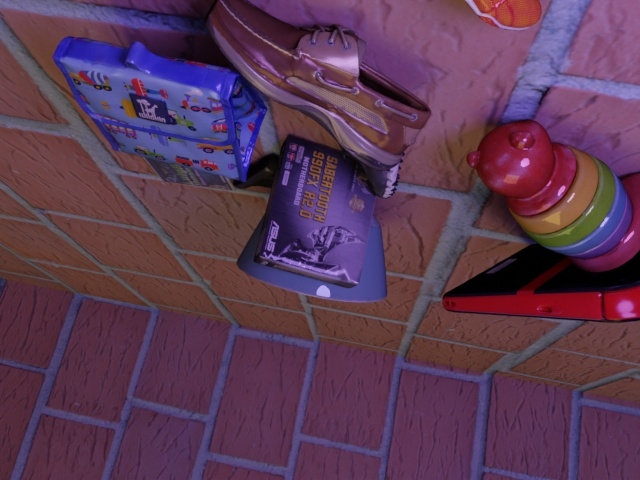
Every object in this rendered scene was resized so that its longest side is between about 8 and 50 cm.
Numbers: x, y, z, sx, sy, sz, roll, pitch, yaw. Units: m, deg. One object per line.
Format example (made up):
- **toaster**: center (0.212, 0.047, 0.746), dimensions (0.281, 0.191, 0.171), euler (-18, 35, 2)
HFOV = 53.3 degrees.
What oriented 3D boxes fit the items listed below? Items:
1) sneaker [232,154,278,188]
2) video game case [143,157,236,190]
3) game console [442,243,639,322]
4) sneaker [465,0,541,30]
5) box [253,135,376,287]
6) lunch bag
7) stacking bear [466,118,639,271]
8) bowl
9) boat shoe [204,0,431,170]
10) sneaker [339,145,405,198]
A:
- **sneaker**: center (-0.096, -0.120, 1.258), dimensions (0.089, 0.051, 0.170), euler (29, 152, -30)
- **video game case**: center (-0.276, -0.159, 1.306), dimensions (0.173, 0.022, 0.190), euler (8, 161, 12)
- **game console**: center (0.452, 0.062, 1.127), dimensions (0.342, 0.060, 0.387), euler (-7, -172, 43)
- **sneaker**: center (0.173, -0.270, 0.644), dimensions (0.175, 0.064, 0.067), euler (21, 150, -33)
- **box**: center (-0.002, -0.049, 1.127), dimensions (0.183, 0.231, 0.056), euler (17, 163, -13)
- **lunch bag**: center (-0.208, -0.201, 0.880), dimensions (0.221, 0.138, 0.293), euler (14, 172, 3)
- **stacking bear**: center (0.349, -0.080, 0.955), dimensions (0.289, 0.164, 0.175), euler (28, 156, -28)
- **bowl**: center (0.000, 0.000, 1.279), dimensions (0.312, 0.163, 0.311), euler (12, -170, -2)
- **boat shoe**: center (0.009, -0.224, 0.828), dimensions (0.324, 0.122, 0.120), euler (31, 123, -25)
- **sneaker**: center (0.083, -0.147, 1.041), dimensions (0.106, 0.078, 0.234), euler (12, 158, 9)
